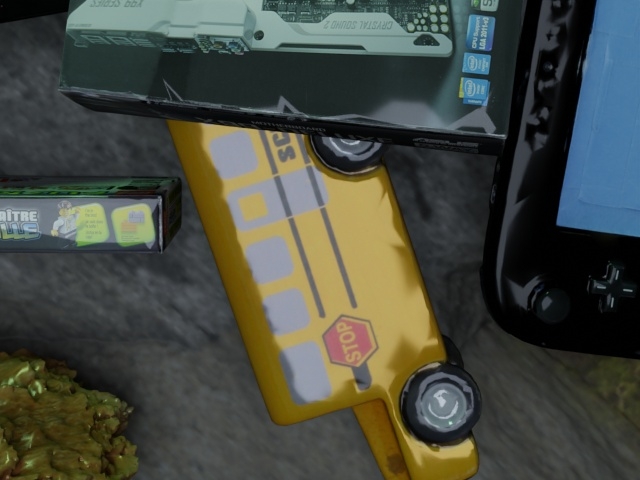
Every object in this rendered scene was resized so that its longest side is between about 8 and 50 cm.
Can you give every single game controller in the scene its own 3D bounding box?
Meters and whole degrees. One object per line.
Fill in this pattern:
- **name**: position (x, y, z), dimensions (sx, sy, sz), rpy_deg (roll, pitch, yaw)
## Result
- **game controller**: position (0.192, -0.089, 0.737), dimensions (0.166, 0.067, 0.319), rpy_deg (9, 99, -2)

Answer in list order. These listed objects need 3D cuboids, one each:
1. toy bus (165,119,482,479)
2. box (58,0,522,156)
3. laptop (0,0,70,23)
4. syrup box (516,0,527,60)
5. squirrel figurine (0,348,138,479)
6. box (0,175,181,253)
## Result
- **toy bus**: position (0.000, 0.000, 0.823), dimensions (0.130, 0.108, 0.333), rpy_deg (-18, 98, 2)
- **box**: position (0.000, -0.213, 0.711), dimensions (0.242, 0.076, 0.308), rpy_deg (7, 87, 7)
- **laptop**: position (-0.251, -0.320, 0.820), dimensions (0.407, 0.236, 0.382), rpy_deg (-16, 100, -27)
- **syrup box**: position (0.167, -0.198, 0.802), dimensions (0.096, 0.093, 0.237), rpy_deg (4, 98, -1)
- **squirrel figurine**: position (-0.265, 0.223, 0.738), dimensions (0.370, 0.281, 0.397), rpy_deg (17, 69, 28)
- **box**: position (-0.197, -0.018, 0.816), dimensions (0.206, 0.114, 0.036), rpy_deg (1, 99, 0)
